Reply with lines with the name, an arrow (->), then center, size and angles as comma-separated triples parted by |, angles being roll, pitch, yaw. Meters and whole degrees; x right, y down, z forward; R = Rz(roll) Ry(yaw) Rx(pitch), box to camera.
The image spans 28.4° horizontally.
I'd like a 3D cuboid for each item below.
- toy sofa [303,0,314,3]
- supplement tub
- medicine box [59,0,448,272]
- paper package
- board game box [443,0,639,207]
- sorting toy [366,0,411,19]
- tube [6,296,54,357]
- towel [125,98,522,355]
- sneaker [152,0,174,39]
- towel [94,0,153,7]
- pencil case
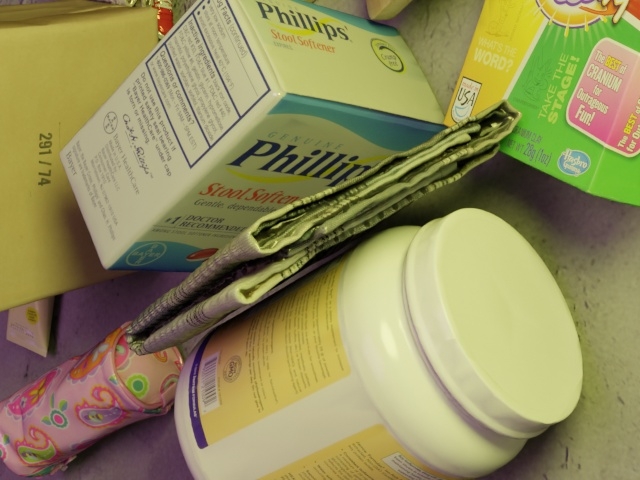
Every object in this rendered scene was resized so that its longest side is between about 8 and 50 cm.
toy sofa -> -0.084, -0.446, 1.392 | 0.150, 0.177, 0.363 | -32, 68, 35
supplement tub -> 0.051, 0.131, 1.184 | 0.331, 0.241, 0.241 | -31, 67, 35
medicine box -> -0.068, -0.101, 1.292 | 0.289, 0.263, 0.149 | -40, 63, 32
paper package -> -0.343, -0.108, 1.468 | 0.168, 0.309, 0.325 | 17, 114, 42
board game box -> 0.242, -0.216, 1.113 | 0.242, 0.064, 0.317 | 36, 110, 58
sorting toy -> 0.118, -0.378, 1.215 | 0.255, 0.089, 0.257 | 148, 117, -65
tube -> -0.381, 0.031, 1.695 | 0.070, 0.062, 0.240 | -121, 39, -77
towel -> 0.000, 0.000, 1.152 | 0.056, 0.312, 0.324 | 60, 149, 4
sneaker -> -0.193, -0.310, 1.565 | 0.067, 0.042, 0.119 | -36, 62, 37
towel -> -0.276, -0.396, 1.612 | 0.282, 0.049, 0.187 | 21, 98, 51
pencil case -> -0.293, 0.203, 1.566 | 0.284, 0.124, 0.124 | -32, 66, 35
